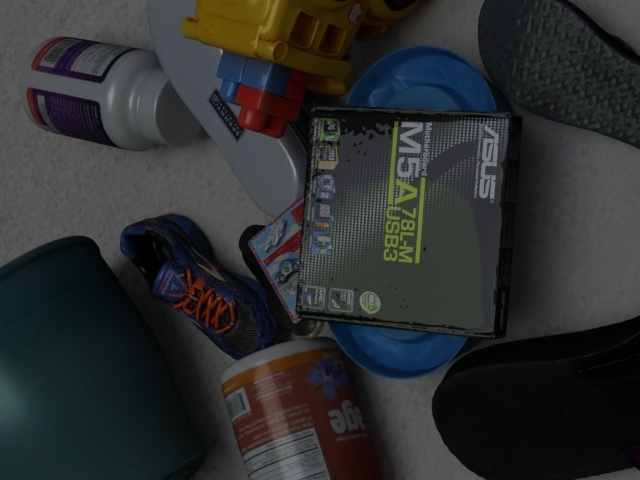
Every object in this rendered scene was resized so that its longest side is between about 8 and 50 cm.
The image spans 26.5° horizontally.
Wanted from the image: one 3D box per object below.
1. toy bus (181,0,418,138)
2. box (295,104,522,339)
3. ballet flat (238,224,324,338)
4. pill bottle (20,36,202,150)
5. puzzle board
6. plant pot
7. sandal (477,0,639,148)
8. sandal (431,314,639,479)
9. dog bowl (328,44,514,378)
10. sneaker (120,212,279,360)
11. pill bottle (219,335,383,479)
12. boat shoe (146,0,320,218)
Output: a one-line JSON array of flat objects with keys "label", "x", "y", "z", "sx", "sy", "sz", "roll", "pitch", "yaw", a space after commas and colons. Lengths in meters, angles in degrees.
[{"label": "toy bus", "x": -0.016, "y": -0.196, "z": 1.226, "sx": 0.149, "sy": 0.220, "sz": 0.212, "roll": 18, "pitch": 97, "yaw": 34}, {"label": "box", "x": 0.074, "y": -0.018, "z": 1.162, "sx": 0.184, "sy": 0.045, "sz": 0.191, "roll": 6, "pitch": 92, "yaw": 27}, {"label": "ballet flat", "x": -0.030, "y": 0.037, "z": 1.301, "sx": 0.057, "sy": 0.049, "sz": 0.173, "roll": -51, "pitch": 37, "yaw": 13}, {"label": "pill bottle", "x": -0.217, "y": -0.154, "z": 1.443, "sx": 0.193, "sy": 0.108, "sz": 0.108, "roll": 15, "pitch": 97, "yaw": 36}, {"label": "puzzle board", "x": 0.000, "y": 0.000, "z": 1.233, "sx": 0.128, "sy": 0.011, "sz": 0.096, "roll": -40, "pitch": 62, "yaw": 18}, {"label": "plant pot", "x": -0.259, "y": 0.178, "z": 1.382, "sx": 0.255, "sy": 0.271, "sz": 0.272, "roll": 48, "pitch": 116, "yaw": 11}, {"label": "sandal", "x": 0.241, "y": -0.133, "z": 1.153, "sx": 0.254, "sy": 0.054, "sz": 0.097, "roll": 34, "pitch": 115, "yaw": 22}, {"label": "sandal", "x": 0.274, "y": 0.129, "z": 1.043, "sx": 0.445, "sy": 0.107, "sz": 0.168, "roll": -24, "pitch": 109, "yaw": 38}, {"label": "dog bowl", "x": 0.097, "y": -0.024, "z": 1.232, "sx": 0.165, "sy": 0.074, "sz": 0.297, "roll": 8, "pitch": 94, "yaw": 36}, {"label": "sneaker", "x": -0.129, "y": 0.052, "z": 1.384, "sx": 0.221, "sy": 0.087, "sz": 0.083, "roll": 38, "pitch": 110, "yaw": 31}, {"label": "pill bottle", "x": -0.009, "y": 0.208, "z": 1.271, "sx": 0.121, "sy": 0.121, "sz": 0.216, "roll": -27, "pitch": 73, "yaw": 32}, {"label": "boat shoe", "x": -0.067, "y": -0.161, "z": 1.337, "sx": 0.301, "sy": 0.102, "sz": 0.108, "roll": 57, "pitch": 136, "yaw": 17}]
